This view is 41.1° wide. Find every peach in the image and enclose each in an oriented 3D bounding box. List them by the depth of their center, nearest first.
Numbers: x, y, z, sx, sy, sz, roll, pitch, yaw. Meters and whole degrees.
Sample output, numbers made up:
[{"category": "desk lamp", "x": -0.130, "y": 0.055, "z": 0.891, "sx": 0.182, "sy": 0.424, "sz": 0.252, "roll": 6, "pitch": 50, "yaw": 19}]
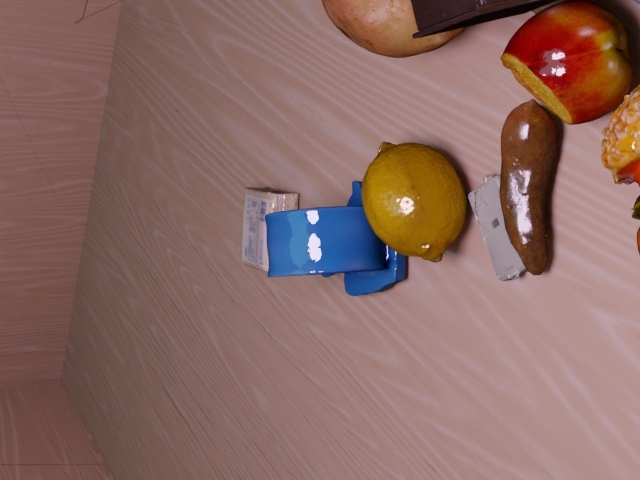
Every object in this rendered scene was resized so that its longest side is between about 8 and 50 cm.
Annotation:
[{"category": "peach", "x": 0.368, "y": -0.265, "z": 1.290, "sx": 0.192, "sy": 0.190, "sz": 0.190, "roll": -18, "pitch": 77, "yaw": 37}]

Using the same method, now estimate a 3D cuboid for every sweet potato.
[{"category": "sweet potato", "x": 0.345, "y": -0.089, "z": 1.420, "sx": 0.097, "sy": 0.097, "sz": 0.291, "roll": 12, "pitch": 108, "yaw": 54}]

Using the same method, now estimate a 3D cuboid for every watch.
[{"category": "watch", "x": 0.000, "y": 0.000, "z": 1.746, "sx": 0.305, "sy": 0.275, "sz": 0.241, "roll": -10, "pitch": 85, "yaw": 49}]

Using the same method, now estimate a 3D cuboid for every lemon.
[{"category": "lemon", "x": 0.171, "y": -0.074, "z": 1.576, "sx": 0.188, "sy": 0.188, "sz": 0.256, "roll": -42, "pitch": 62, "yaw": 47}]

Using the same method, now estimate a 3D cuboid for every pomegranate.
[{"category": "pomegranate", "x": 0.138, "y": -0.490, "z": 1.481, "sx": 0.338, "sy": 0.338, "sz": 0.338, "roll": 5, "pitch": 96, "yaw": 54}]

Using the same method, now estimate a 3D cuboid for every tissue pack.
[{"category": "tissue pack", "x": -0.125, "y": -0.026, "z": 2.077, "sx": 0.148, "sy": 0.092, "sz": 0.196, "roll": 16, "pitch": 104, "yaw": 53}]

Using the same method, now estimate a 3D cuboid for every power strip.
[{"category": "power strip", "x": 0.319, "y": -0.022, "z": 1.503, "sx": 0.081, "sy": 0.035, "sz": 0.192, "roll": -39, "pitch": 60, "yaw": 49}]

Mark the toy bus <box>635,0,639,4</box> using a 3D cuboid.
[{"category": "toy bus", "x": 0.496, "y": -0.450, "z": 1.065, "sx": 0.162, "sy": 0.194, "sz": 0.323, "roll": 60, "pitch": 148, "yaw": 37}]

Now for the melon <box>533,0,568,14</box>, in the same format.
[{"category": "melon", "x": 0.364, "y": -0.417, "z": 1.361, "sx": 0.098, "sy": 0.098, "sz": 0.130, "roll": -6, "pitch": 89, "yaw": 55}]

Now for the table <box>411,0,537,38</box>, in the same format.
[{"category": "table", "x": 0.230, "y": -0.460, "z": 1.212, "sx": 0.250, "sy": 0.196, "sz": 0.281, "roll": -154, "pitch": 49, "yaw": -76}]

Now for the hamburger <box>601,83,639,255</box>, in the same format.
[{"category": "hamburger", "x": 0.506, "y": -0.100, "z": 0.994, "sx": 0.330, "sy": 0.330, "sz": 0.250, "roll": -26, "pitch": 70, "yaw": 52}]
